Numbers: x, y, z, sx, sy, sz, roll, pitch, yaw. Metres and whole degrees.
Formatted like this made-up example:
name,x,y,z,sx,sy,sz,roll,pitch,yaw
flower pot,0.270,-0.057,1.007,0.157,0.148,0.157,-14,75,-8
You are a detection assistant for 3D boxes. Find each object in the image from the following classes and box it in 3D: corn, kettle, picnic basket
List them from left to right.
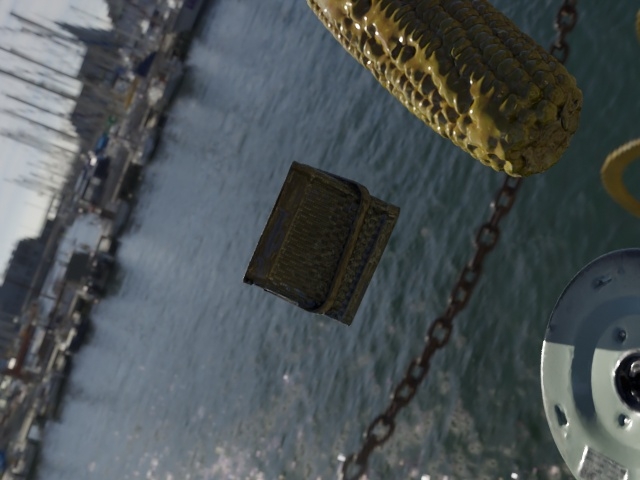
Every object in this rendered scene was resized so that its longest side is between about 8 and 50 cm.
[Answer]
name,x,y,z,sx,sy,sz,roll,pitch,yaw
picnic basket,0.000,0.000,1.158,0.266,0.139,0.165,-112,46,-88
corn,0.088,-0.181,0.778,0.363,0.120,0.120,54,124,42
kettle,0.422,0.174,0.913,0.247,0.342,0.319,41,121,57
